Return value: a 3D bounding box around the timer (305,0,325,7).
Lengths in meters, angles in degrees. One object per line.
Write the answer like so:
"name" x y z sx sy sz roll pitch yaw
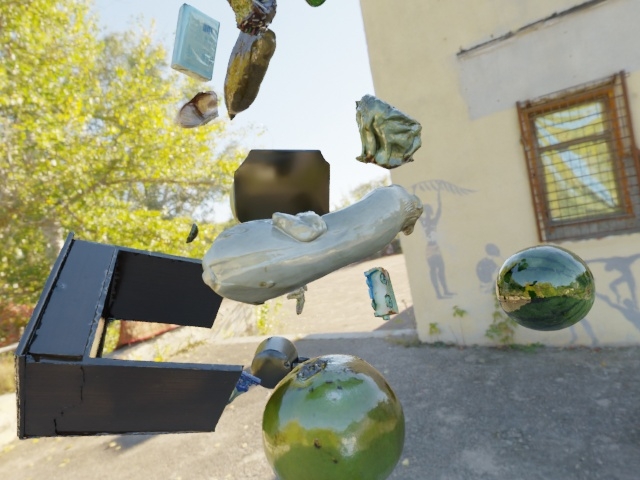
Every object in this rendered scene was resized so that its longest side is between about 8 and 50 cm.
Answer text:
"timer" -0.013 -0.802 1.234 0.128 0.047 0.140 -44 -31 16

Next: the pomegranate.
"pomegranate" 0.021 0.253 0.505 0.180 0.209 0.180 -12 6 1

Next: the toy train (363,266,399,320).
"toy train" 0.209 0.184 1.380 0.072 0.188 0.099 -19 -20 21

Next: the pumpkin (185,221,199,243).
"pumpkin" -0.404 -0.020 1.271 0.028 0.083 0.050 24 -44 -12

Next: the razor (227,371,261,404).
"razor" -0.313 0.523 1.322 0.324 0.093 0.056 -47 18 36

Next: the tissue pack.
"tissue pack" -0.536 -0.837 1.714 0.089 0.263 0.177 7 -1 44

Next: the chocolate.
"chocolate" -0.164 -0.154 1.354 0.314 0.326 0.297 -8 19 -25

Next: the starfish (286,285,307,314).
"starfish" -0.052 0.097 0.930 0.053 0.150 0.209 -8 -16 6

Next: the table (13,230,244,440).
"table" -0.293 0.157 0.661 0.282 0.196 0.250 11 33 -23

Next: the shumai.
"shumai" 0.138 -0.235 0.910 0.184 0.142 0.184 25 17 -8

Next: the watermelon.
"watermelon" 0.477 0.104 0.881 0.188 0.188 0.215 -11 1 -30

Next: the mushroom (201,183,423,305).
"mushroom" 0.000 0.001 0.473 0.278 0.099 0.096 -19 9 -13

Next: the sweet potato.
"sweet potato" -0.287 -0.630 1.530 0.158 0.369 0.158 21 17 -7

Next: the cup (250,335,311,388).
"cup" -0.146 0.454 1.491 0.223 0.169 0.176 2 0 5

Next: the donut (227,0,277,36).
"donut" -0.210 -0.719 1.154 0.096 0.230 0.216 -18 18 37

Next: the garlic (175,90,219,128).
"garlic" -0.417 -0.444 1.366 0.174 0.099 0.124 -35 26 -16
